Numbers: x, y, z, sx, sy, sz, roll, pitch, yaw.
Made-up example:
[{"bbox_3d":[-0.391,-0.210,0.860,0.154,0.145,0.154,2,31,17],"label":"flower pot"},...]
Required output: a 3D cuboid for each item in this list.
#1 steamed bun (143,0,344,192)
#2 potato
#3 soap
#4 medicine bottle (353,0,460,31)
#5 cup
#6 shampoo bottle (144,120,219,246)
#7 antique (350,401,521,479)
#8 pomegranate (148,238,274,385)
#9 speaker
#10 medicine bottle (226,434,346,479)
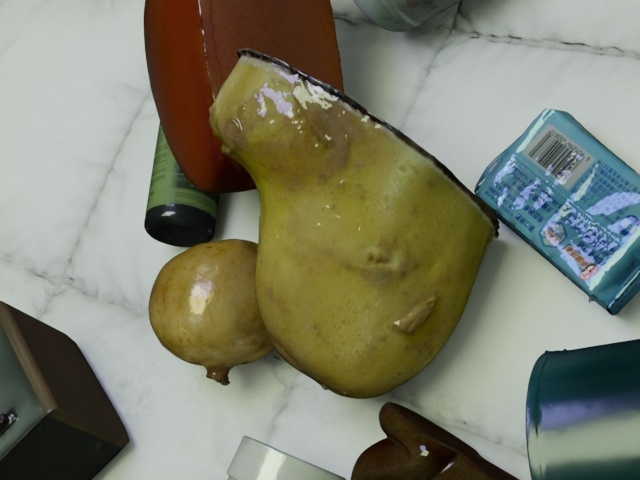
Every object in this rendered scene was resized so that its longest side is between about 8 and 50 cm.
[{"bbox_3d":[-0.114,-0.253,1.902,0.248,0.235,0.379,164,98,-67],"label":"steamed bun"},{"bbox_3d":[0.000,0.000,1.657,0.296,0.397,0.290,-58,17,-6],"label":"potato"},{"bbox_3d":[0.306,-0.041,1.649,0.156,0.077,0.293,-47,49,6],"label":"soap"},{"bbox_3d":[0.164,-0.443,1.847,0.302,0.241,0.241,-28,54,20],"label":"medicine bottle"},{"bbox_3d":[0.380,0.230,1.353,0.292,0.242,0.307,-15,57,26],"label":"cup"},{"bbox_3d":[-0.189,-0.135,2.026,0.101,0.101,0.283,-11,61,30],"label":"shampoo bottle"},{"bbox_3d":[0.136,0.298,1.567,0.257,0.121,0.143,28,91,41],"label":"antique"},{"bbox_3d":[-0.132,0.095,1.828,0.196,0.196,0.196,-16,59,28],"label":"pomegranate"},{"bbox_3d":[-0.404,0.228,1.927,0.153,0.192,0.231,-45,49,9],"label":"speaker"},{"bbox_3d":[-0.090,0.387,1.641,0.170,0.170,0.292,18,79,39],"label":"medicine bottle"}]
